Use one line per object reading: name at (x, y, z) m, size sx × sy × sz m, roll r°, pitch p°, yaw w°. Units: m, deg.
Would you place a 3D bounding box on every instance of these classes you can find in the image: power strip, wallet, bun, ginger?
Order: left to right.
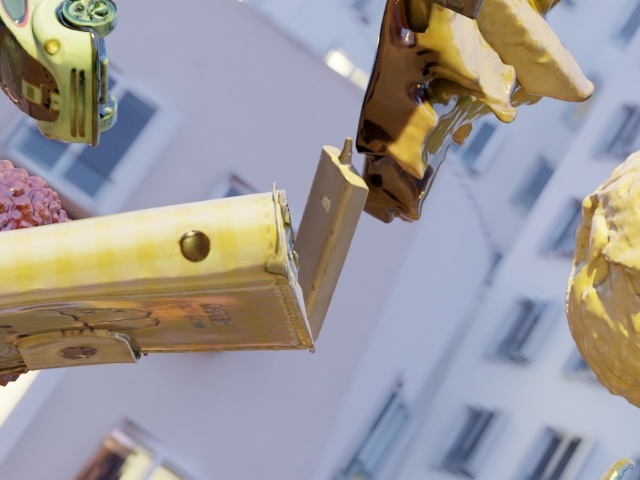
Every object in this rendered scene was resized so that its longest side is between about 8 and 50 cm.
wallet at (-0.164, 0.037, 1.177) m, size 0.309 × 0.077 × 0.223 m, roll -7°, pitch -13°, yaw 2°
power strip at (0.000, 0.000, 1.802) m, size 0.060 × 0.027 × 0.253 m, roll 55°, pitch -40°, yaw 38°
ginger at (0.182, -0.215, 1.818) m, size 0.211 × 0.413 × 0.358 m, roll 15°, pitch -14°, yaw 10°
bun at (0.404, 0.020, 2.115) m, size 0.227 × 0.349 × 0.352 m, roll 18°, pitch -24°, yaw -8°

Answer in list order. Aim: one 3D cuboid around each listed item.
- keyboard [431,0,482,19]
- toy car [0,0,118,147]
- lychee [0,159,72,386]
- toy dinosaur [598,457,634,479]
keyboard at (0.066, -0.245, 1.579) m, size 0.204 × 0.061 × 0.013 m, roll 30°, pitch 14°, yaw 39°
toy car at (-0.268, -0.222, 1.833) m, size 0.125 × 0.306 × 0.136 m, roll -5°, pitch -45°, yaw -13°
lychee at (-0.288, 0.033, 1.483) m, size 0.188 × 0.188 × 0.188 m, roll 29°, pitch -22°, yaw 13°
toy dinosaur at (0.291, 0.350, 1.950) m, size 0.188 × 0.247 × 0.075 m, roll 45°, pitch -21°, yaw 14°
